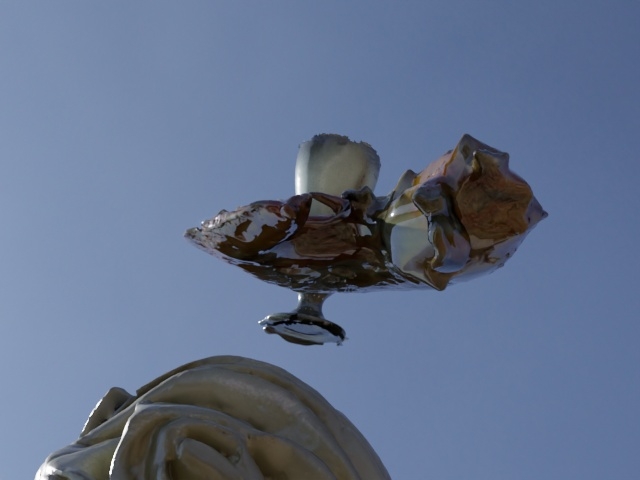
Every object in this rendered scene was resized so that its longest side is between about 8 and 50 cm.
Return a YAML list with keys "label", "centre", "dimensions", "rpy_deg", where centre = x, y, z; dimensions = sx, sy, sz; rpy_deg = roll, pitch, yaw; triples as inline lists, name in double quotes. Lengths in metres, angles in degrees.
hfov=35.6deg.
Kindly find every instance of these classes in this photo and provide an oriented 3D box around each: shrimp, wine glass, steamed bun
- label: "shrimp"
  centre: [0.016, 0.002, 0.387]
  dimensions: [0.132, 0.187, 0.052]
  rpy_deg: [-10, -99, -13]
- label: "wine glass"
  centre: [0.000, 0.000, 0.778]
  dimensions: [0.072, 0.155, 0.072]
  rpy_deg: [11, -19, 4]
- label: "steamed bun"
  centre: [-0.064, 0.150, 0.554]
  dimensions: [0.218, 0.211, 0.144]
  rpy_deg: [-20, -39, -24]
